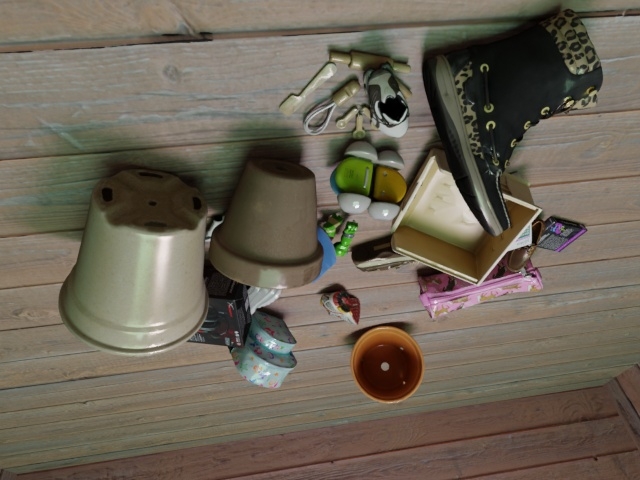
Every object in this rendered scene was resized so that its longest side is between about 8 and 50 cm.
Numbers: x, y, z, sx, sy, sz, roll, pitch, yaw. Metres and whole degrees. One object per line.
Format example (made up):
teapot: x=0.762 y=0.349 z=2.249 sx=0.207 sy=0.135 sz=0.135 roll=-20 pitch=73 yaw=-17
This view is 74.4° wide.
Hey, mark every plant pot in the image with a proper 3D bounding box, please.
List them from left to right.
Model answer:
plant pot: x=-0.389 y=0.027 z=0.933 sx=0.333 sy=0.334 sz=0.306 roll=8 pitch=128 yaw=-22
plant pot: x=-0.104 y=-0.052 z=0.935 sx=0.262 sy=0.263 sz=0.230 roll=5 pitch=115 yaw=-19
plant pot: x=0.270 y=0.516 z=1.741 sx=0.290 sy=0.291 sz=0.203 roll=-12 pitch=158 yaw=1

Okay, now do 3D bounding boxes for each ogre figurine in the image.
ogre figurine: x=0.000 y=0.000 z=1.143 sx=0.196 sy=0.097 sz=0.118 roll=-16 pitch=132 yaw=-11

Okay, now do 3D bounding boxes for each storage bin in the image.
storage bin: x=0.339 y=-0.059 z=1.043 sx=0.260 sy=0.123 sz=0.262 roll=22 pitch=131 yaw=0

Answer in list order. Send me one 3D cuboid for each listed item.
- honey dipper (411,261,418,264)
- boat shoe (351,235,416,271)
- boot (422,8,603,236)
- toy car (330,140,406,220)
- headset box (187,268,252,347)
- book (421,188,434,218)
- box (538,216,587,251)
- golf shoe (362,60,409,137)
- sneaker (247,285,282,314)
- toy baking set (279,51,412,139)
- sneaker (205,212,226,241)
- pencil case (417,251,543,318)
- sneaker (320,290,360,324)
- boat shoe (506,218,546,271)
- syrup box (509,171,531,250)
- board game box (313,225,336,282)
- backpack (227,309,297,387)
honey dipper: x=0.231 y=0.062 z=1.332 sx=0.160 sy=0.031 sz=0.031 roll=1 pitch=141 yaw=-11
boat shoe: x=0.226 y=0.040 z=1.253 sx=0.257 sy=0.095 sz=0.095 roll=-9 pitch=141 yaw=18
boot: x=0.387 y=-0.221 z=0.820 sx=0.284 sy=0.138 sz=0.378 roll=-23 pitch=100 yaw=8
toy car: x=0.102 y=-0.132 z=0.981 sx=0.181 sy=0.159 sz=0.136 roll=11 pitch=174 yaw=-26
headset box: x=-0.360 y=0.190 z=1.214 sx=0.292 sy=0.110 sz=0.218 roll=5 pitch=131 yaw=5
book: x=0.347 y=-0.109 z=1.138 sx=0.144 sy=0.035 sz=0.096 roll=-4 pitch=138 yaw=-9
box: x=0.756 y=-0.018 z=1.356 sx=0.162 sy=0.029 sz=0.116 roll=9 pitch=138 yaw=-26
golf shoe: x=0.135 y=-0.246 z=0.823 sx=0.077 sy=0.094 sz=0.198 roll=-25 pitch=151 yaw=15
sneaker: x=-0.241 y=0.171 z=1.326 sx=0.281 sy=0.105 sz=0.115 roll=-37 pitch=112 yaw=28
toy baking set: x=0.057 y=-0.283 z=0.844 sx=0.255 sy=0.030 sz=0.197 roll=5 pitch=140 yaw=-19
sneaker: x=-0.268 y=-0.036 z=1.084 sx=0.109 sy=0.040 sz=0.044 roll=-30 pitch=122 yaw=18
pencil case: x=0.517 y=0.145 z=1.401 sx=0.385 sy=0.160 sz=0.167 roll=-17 pitch=138 yaw=9
sneaker: x=0.076 y=0.234 z=1.486 sx=0.092 sy=0.088 sz=0.225 roll=-6 pitch=148 yaw=29
boat shoe: x=0.620 y=0.013 z=1.275 sx=0.178 sy=0.064 sz=0.060 roll=-63 pitch=159 yaw=10
syrup box: x=0.526 y=-0.071 z=1.178 sx=0.093 sy=0.096 sz=0.237 roll=-19 pitch=141 yaw=14
board game box: x=-0.019 y=0.025 z=1.086 sx=0.033 sy=0.133 sz=0.169 roll=-26 pitch=165 yaw=-47
backpack: x=-0.196 y=0.370 z=1.442 sx=0.225 sy=0.254 sz=0.191 roll=30 pitch=107 yaw=-39
